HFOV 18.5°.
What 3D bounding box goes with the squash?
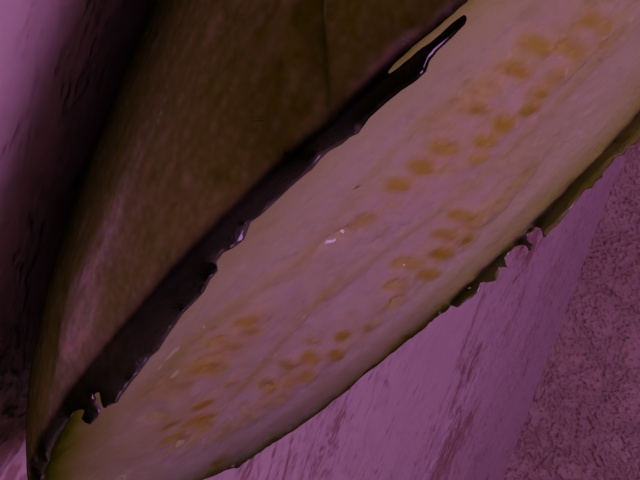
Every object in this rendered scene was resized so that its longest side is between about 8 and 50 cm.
[{"bbox_3d":[0.000,0.000,0.811,0.233,0.210,0.309,10,101,-63],"label":"squash"}]
